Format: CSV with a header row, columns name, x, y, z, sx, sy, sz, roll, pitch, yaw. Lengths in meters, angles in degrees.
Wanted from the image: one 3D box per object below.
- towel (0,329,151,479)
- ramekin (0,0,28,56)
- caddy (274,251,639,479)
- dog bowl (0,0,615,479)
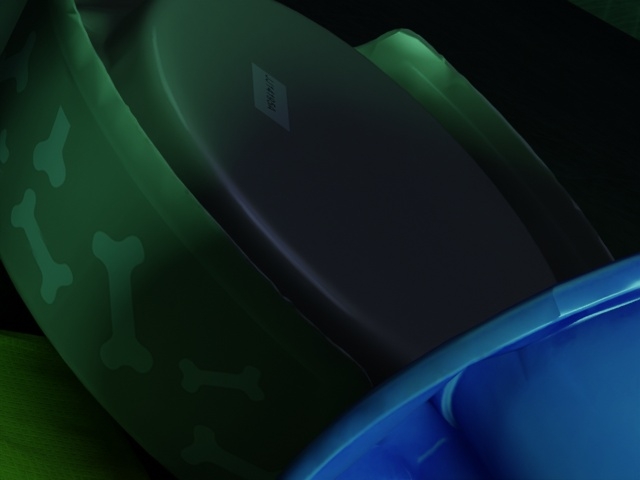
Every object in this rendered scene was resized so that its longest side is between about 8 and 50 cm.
name,x,y,z,sx,sy,sz,roll,pitch,yaw
towel,-0.090,0.096,0.638,0.102,0.021,0.237,18,22,-37
ramekin,-0.175,-0.155,0.985,0.277,0.135,0.277,27,19,-10
caddy,0.132,0.110,0.567,0.341,0.241,0.179,14,40,-44
dog bowl,0.000,0.000,0.800,0.349,0.102,0.349,37,24,-19
